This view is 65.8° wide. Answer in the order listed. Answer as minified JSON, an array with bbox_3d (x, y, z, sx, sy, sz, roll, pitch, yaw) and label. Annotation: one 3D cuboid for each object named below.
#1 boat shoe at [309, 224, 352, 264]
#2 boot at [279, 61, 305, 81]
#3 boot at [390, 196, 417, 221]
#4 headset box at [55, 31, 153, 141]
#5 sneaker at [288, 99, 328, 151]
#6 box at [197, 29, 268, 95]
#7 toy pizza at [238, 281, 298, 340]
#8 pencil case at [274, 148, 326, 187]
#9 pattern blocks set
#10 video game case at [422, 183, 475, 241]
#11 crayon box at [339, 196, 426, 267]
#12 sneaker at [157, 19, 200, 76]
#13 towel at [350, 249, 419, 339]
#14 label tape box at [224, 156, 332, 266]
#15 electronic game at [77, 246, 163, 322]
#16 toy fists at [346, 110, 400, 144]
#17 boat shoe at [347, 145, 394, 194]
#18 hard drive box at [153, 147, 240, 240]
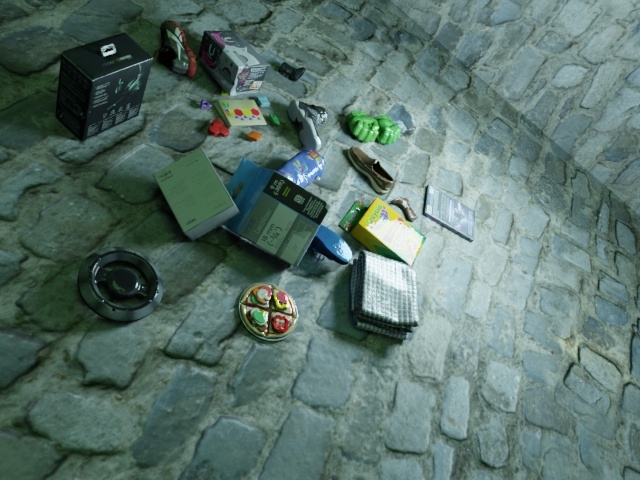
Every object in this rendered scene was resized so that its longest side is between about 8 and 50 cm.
[{"bbox_3d":[0.000,0.000,1.778,0.258,0.089,0.109,42,45,6],"label":"boat shoe"},{"bbox_3d":[-0.132,-0.793,2.297,0.099,0.045,0.121,34,48,-3],"label":"boot"},{"bbox_3d":[0.364,-0.131,2.137,0.106,0.037,0.114,-8,68,-33],"label":"boot"},{"bbox_3d":[-0.685,-0.492,1.567,0.131,0.283,0.246,42,47,1],"label":"headset box"},{"bbox_3d":[-0.024,-0.493,2.104,0.152,0.101,0.269,-9,61,-33],"label":"sneaker"},{"bbox_3d":[-0.360,-0.726,2.013,0.163,0.142,0.247,-23,64,-42],"label":"box"},{"bbox_3d":[-0.159,0.218,1.556,0.201,0.032,0.202,17,51,-22],"label":"toy pizza"},{"bbox_3d":[-0.100,-0.235,1.861,0.133,0.119,0.306,49,46,-4],"label":"pencil case"},{"bbox_3d":[-0.322,-0.508,1.980,0.324,0.026,0.286,-4,60,-34],"label":"pattern blocks set"},{"bbox_3d":[0.597,-0.128,2.286,0.274,0.026,0.196,29,47,-13],"label":"video game case"},{"bbox_3d":[0.252,-0.034,1.962,0.318,0.081,0.202,38,47,-2],"label":"crayon box"},{"bbox_3d":[-0.587,-0.766,1.952,0.135,0.097,0.276,-13,67,-40],"label":"sneaker"},{"bbox_3d":[0.229,0.189,1.759,0.234,0.121,0.284,19,50,-19],"label":"towel"},{"bbox_3d":[-0.167,-0.096,1.640,0.333,0.106,0.241,30,87,-9],"label":"label tape box"},{"bbox_3d":[-0.549,0.119,1.371,0.229,0.048,0.230,23,47,-27],"label":"electronic game"},{"bbox_3d":[0.255,-0.524,2.309,0.278,0.096,0.142,-1,60,-34],"label":"toy fists"},{"bbox_3d":[0.226,-0.324,2.145,0.257,0.095,0.095,49,47,8],"label":"boat shoe"},{"bbox_3d":[-0.394,-0.147,1.576,0.181,0.089,0.232,-30,73,-6],"label":"hard drive box"}]
